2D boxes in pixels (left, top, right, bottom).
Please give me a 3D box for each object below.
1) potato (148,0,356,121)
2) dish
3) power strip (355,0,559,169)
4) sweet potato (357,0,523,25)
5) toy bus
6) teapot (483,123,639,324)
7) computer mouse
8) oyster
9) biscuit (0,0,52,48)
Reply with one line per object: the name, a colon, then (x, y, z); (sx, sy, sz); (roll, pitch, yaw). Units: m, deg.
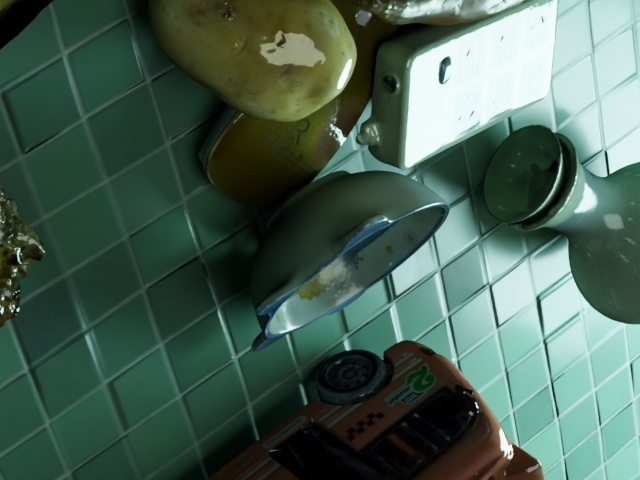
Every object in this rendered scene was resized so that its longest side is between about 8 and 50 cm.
potato: (-0.057, -0.168, 1.396); (0.178, 0.109, 0.118); (31, 107, -12)
dish: (0.000, 0.000, 1.552); (0.228, 0.086, 0.236); (-26, 164, -35)
power strip: (0.135, -0.157, 1.611); (0.270, 0.046, 0.118); (-28, 133, -43)
sweet potato: (0.138, -0.251, 1.548); (0.359, 0.112, 0.112); (-26, 129, -47)
toy bus: (0.004, 0.294, 1.634); (0.427, 0.233, 0.203); (-35, 131, -23)
teapot: (0.288, -0.023, 1.781); (0.251, 0.183, 0.183); (24, 95, -35)
computer mouse: (-0.012, -0.140, 1.514); (0.126, 0.056, 0.245); (35, 86, -47)
oyster: (-0.271, 0.006, 1.358); (0.105, 0.056, 0.177); (-7, 121, -32)
biscuit: (-0.306, -0.165, 1.108); (0.318, 0.040, 0.318); (-21, 163, -7)
